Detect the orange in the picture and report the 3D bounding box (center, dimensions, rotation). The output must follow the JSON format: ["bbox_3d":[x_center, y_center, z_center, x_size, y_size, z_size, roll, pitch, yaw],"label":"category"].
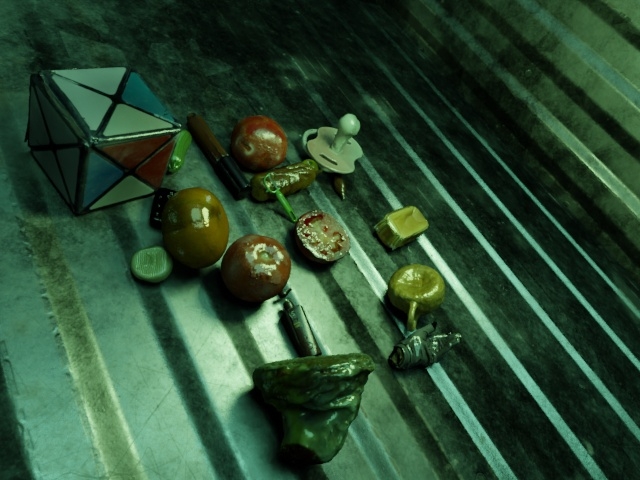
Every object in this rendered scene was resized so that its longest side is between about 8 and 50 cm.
[{"bbox_3d":[-0.368,-0.036,1.345,0.171,0.240,0.240,-11,49,8],"label":"orange"}]

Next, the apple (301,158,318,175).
[{"bbox_3d":[-0.052,-0.295,1.918,0.089,0.074,0.090,3,51,-4],"label":"apple"}]

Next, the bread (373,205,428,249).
[{"bbox_3d":[0.340,-0.055,1.933,0.241,0.107,0.136,-24,71,-43],"label":"bread"}]

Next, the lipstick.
[{"bbox_3d":[-0.388,-0.327,1.725,0.077,0.077,0.418,-18,63,-42],"label":"lipstick"}]

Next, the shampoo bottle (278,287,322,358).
[{"bbox_3d":[-0.069,0.257,1.414,0.068,0.067,0.236,-14,61,-30],"label":"shampoo bottle"}]

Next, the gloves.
[{"bbox_3d":[0.354,0.357,1.568,0.285,0.119,0.142,-10,69,-22],"label":"gloves"}]

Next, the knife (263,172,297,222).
[{"bbox_3d":[-0.149,-0.147,1.693,0.054,0.015,0.212,-44,116,-24],"label":"knife"}]

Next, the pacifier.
[{"bbox_3d":[0.074,-0.416,2.008,0.220,0.273,0.332,60,34,-24],"label":"pacifier"}]

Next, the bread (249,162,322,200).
[{"bbox_3d":[-0.122,-0.240,1.780,0.344,0.084,0.124,-23,83,-34],"label":"bread"}]

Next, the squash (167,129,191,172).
[{"bbox_3d":[-0.513,-0.323,1.644,0.077,0.068,0.219,21,45,-23],"label":"squash"}]

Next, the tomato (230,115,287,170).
[{"bbox_3d":[-0.236,-0.389,1.797,0.232,0.188,0.232,20,43,-20],"label":"tomato"}]

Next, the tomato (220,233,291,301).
[{"bbox_3d":[-0.198,0.088,1.394,0.208,0.184,0.208,15,53,-21],"label":"tomato"}]

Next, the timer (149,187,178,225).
[{"bbox_3d":[-0.450,-0.088,1.490,0.187,0.055,0.144,17,48,-26],"label":"timer"}]

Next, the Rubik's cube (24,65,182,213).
[{"bbox_3d":[-0.647,-0.311,1.371,0.310,0.305,0.307,47,42,13],"label":"Rubik's cube"}]

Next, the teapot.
[{"bbox_3d":[0.347,0.209,1.671,0.203,0.167,0.311,3,40,15],"label":"teapot"}]

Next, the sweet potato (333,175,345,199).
[{"bbox_3d":[0.086,-0.222,1.967,0.049,0.049,0.117,3,58,-31],"label":"sweet potato"}]

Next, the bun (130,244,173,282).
[{"bbox_3d":[-0.481,0.070,1.313,0.115,0.069,0.115,5,66,-13],"label":"bun"}]

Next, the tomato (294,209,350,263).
[{"bbox_3d":[-0.003,0.001,1.676,0.225,0.085,0.225,20,46,-22],"label":"tomato"}]

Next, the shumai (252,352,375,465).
[{"bbox_3d":[-0.005,0.434,1.187,0.304,0.309,0.263,6,74,-40],"label":"shumai"}]
